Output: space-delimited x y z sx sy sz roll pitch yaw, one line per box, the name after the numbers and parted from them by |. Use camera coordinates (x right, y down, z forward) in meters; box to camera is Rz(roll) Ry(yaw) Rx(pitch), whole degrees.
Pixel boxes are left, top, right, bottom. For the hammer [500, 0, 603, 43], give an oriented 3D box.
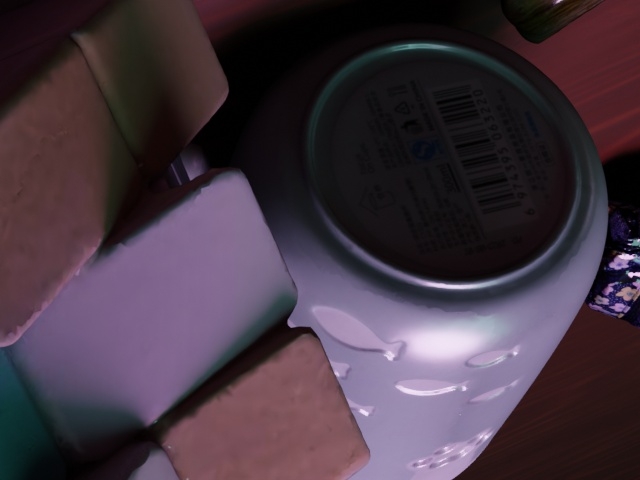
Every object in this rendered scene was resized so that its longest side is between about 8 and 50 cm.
0.275 -0.246 1.118 0.409 0.095 0.242 -29 160 27 | hammer

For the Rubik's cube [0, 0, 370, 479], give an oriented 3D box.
-0.198 0.050 0.940 0.387 0.358 0.368 -25 -158 1 | Rubik's cube

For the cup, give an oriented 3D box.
0.000 0.000 1.211 0.357 0.259 0.274 11 151 -8 | cup

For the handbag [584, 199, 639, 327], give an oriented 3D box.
0.326 0.023 1.673 0.208 0.126 0.228 7 173 -2 | handbag
